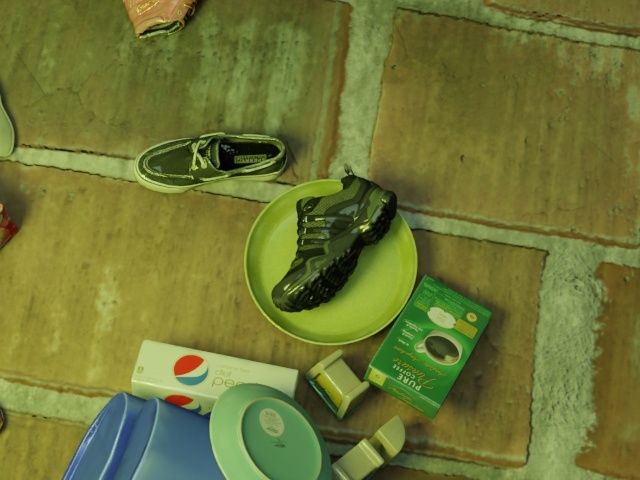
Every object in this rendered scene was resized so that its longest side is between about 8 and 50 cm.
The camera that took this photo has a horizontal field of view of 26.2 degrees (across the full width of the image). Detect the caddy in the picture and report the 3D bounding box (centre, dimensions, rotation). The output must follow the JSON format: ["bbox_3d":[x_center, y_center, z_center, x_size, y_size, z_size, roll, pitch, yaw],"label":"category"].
[{"bbox_3d":[-0.217,0.351,1.719,0.179,0.241,0.341,33,74,-23],"label":"caddy"}]

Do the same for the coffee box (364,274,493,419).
[{"bbox_3d":[0.147,0.142,1.868,0.113,0.040,0.184,29,53,6],"label":"coffee box"}]

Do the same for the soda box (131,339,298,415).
[{"bbox_3d":[-0.141,0.197,1.844,0.216,0.074,0.069,11,55,3],"label":"soda box"}]

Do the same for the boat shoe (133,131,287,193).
[{"bbox_3d":[-0.157,-0.119,1.946,0.219,0.070,0.078,-7,74,-4],"label":"boat shoe"}]

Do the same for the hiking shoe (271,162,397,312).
[{"bbox_3d":[0.000,0.000,1.882,0.114,0.086,0.227,36,71,27],"label":"hiking shoe"}]

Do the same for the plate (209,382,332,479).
[{"bbox_3d":[-0.054,0.255,1.702,0.188,0.024,0.188,26,42,-27],"label":"plate"}]

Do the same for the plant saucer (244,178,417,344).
[{"bbox_3d":[0.014,0.033,1.922,0.240,0.037,0.241,0,72,0],"label":"plant saucer"}]

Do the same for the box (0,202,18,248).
[{"bbox_3d":[-0.557,-0.064,1.887,0.257,0.122,0.128,39,76,9],"label":"box"}]

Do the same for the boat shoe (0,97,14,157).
[{"bbox_3d":[-0.474,-0.173,1.966,0.046,0.038,0.125,-11,77,-49],"label":"boat shoe"}]

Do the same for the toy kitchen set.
[{"bbox_3d":[-0.015,0.276,1.835,0.207,0.122,0.166,-34,77,-31],"label":"toy kitchen set"}]

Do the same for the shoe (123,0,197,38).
[{"bbox_3d":[-0.198,-0.355,2.018,0.178,0.063,0.081,-18,77,-2],"label":"shoe"}]

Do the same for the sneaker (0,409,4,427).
[{"bbox_3d":[-0.507,0.199,1.835,0.185,0.084,0.070,33,76,7],"label":"sneaker"}]
